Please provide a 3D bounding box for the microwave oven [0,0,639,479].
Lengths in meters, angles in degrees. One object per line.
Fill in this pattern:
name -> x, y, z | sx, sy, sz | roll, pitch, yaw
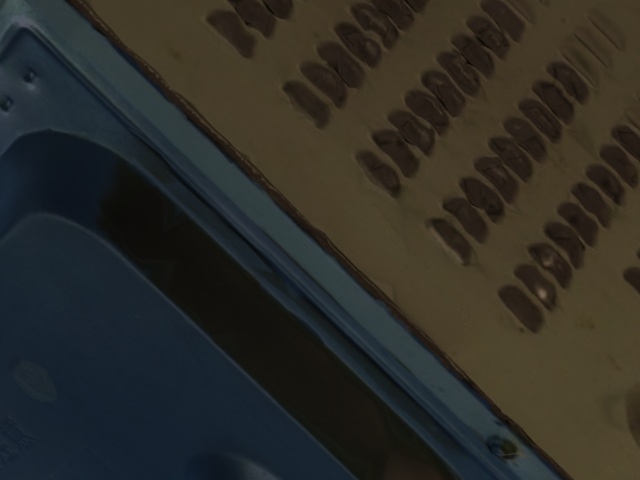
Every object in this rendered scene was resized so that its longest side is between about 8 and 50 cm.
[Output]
microwave oven -> 0.000, 0.000, 0.667 | 0.333, 0.247, 0.394 | -53, 8, -36
